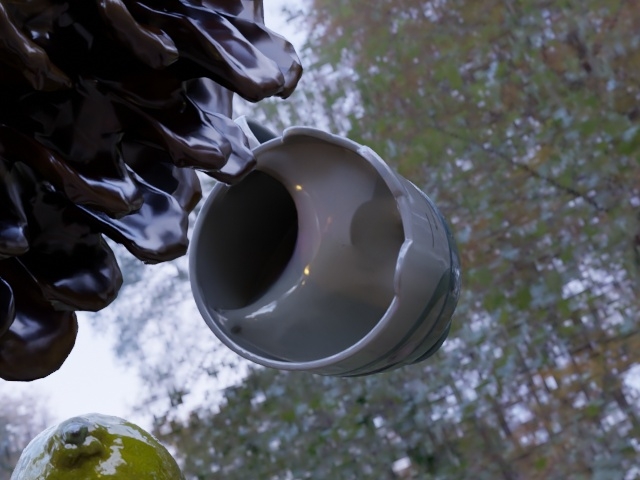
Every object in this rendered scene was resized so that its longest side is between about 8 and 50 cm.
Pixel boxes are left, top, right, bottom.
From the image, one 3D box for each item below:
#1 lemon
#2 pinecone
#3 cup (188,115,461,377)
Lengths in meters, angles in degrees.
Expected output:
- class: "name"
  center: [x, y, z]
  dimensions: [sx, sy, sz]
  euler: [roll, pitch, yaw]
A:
- class: "lemon"
  center: [-0.211, 0.261, 1.100]
  dimensions: [0.184, 0.184, 0.248]
  euler: [-20, -53, -3]
- class: "pinecone"
  center: [-0.138, -0.069, 0.409]
  dimensions: [0.292, 0.246, 0.246]
  euler: [-27, -26, 28]
- class: "cup"
  center: [0.000, 0.000, 1.141]
  dimensions: [0.219, 0.289, 0.258]
  euler: [-40, -21, 10]
